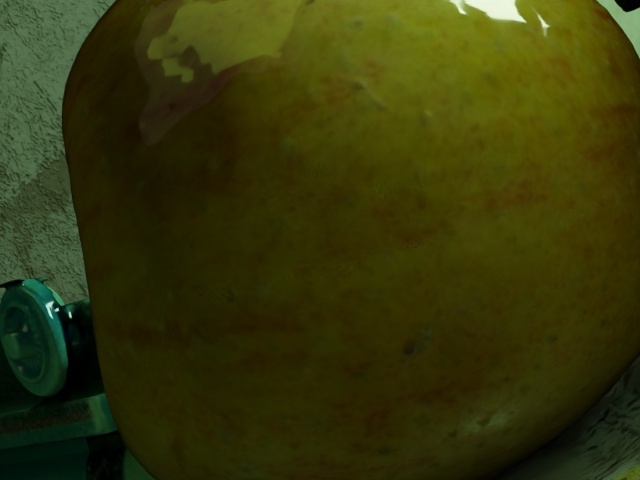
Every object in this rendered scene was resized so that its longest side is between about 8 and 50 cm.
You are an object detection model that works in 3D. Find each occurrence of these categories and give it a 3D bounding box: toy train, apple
[{"bbox_3d":[-0.162,0.116,1.153,0.120,0.194,0.298,-15,-1,-35],"label":"toy train"},{"bbox_3d":[0.019,-0.011,0.876,0.275,0.299,0.299,-15,4,-6],"label":"apple"}]

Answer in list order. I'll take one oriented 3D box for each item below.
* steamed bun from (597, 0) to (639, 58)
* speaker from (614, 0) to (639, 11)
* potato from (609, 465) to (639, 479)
[{"bbox_3d":[0.112,-0.143,1.594,0.456,0.290,0.371,-30,0,22],"label":"steamed bun"},{"bbox_3d":[0.315,-0.134,0.963,0.254,0.184,0.232,-31,7,0],"label":"speaker"},{"bbox_3d":[0.118,0.094,0.624,0.083,0.040,0.051,-34,-19,14],"label":"potato"}]
